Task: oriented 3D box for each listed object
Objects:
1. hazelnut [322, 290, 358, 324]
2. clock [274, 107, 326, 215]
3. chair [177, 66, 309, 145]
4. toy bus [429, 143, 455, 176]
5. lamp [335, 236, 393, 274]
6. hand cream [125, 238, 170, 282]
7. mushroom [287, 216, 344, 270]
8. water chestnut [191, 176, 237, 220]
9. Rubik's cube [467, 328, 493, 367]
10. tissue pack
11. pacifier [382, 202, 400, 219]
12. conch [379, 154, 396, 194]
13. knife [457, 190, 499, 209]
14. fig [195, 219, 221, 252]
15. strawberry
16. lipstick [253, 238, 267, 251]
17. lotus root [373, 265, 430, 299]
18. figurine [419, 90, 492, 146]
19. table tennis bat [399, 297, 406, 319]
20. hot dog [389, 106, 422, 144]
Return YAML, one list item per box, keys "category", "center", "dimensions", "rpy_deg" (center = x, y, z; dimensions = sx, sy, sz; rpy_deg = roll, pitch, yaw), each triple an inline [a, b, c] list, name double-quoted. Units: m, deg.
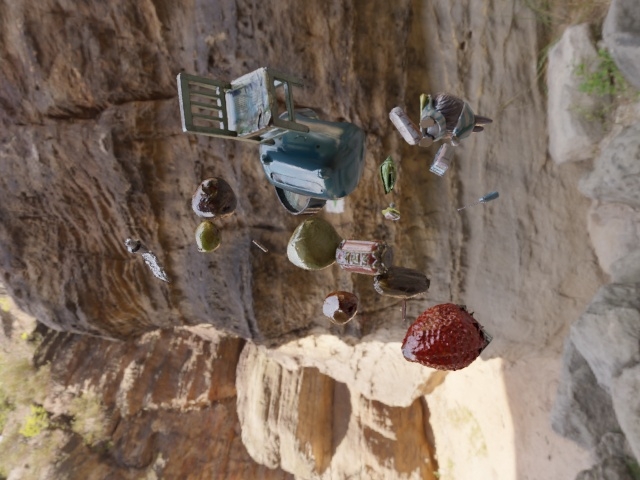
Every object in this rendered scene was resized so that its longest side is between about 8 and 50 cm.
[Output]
- category: "hazelnut"
  center: [0.087, 0.271, 1.791]
  dimensions: [0.154, 0.143, 0.143]
  rpy_deg: [-33, 36, 41]
- category: "clock"
  center: [-0.080, -0.280, 1.579]
  dimensions: [0.386, 0.076, 0.387]
  rpy_deg: [28, 123, 56]
- category: "chair"
  center: [-0.165, -0.311, 0.995]
  dimensions: [0.270, 0.147, 0.137]
  rpy_deg: [-3, -94, -51]
- category: "toy bus"
  center: [0.469, -0.312, 1.653]
  dimensions: [0.123, 0.060, 0.075]
  rpy_deg: [-61, -2, -30]
- category: "lamp"
  center: [0.207, 0.074, 2.063]
  dimensions: [0.177, 0.273, 0.177]
  rpy_deg: [-11, -76, -54]
- category: "hand cream"
  center: [-0.625, 0.068, 1.572]
  dimensions: [0.050, 0.083, 0.257]
  rpy_deg: [-63, -26, -28]
- category: "mushroom"
  center: [0.001, 0.005, 2.185]
  dimensions: [0.291, 0.217, 0.212]
  rpy_deg: [-28, -53, -35]
- category: "water chestnut"
  center: [-0.532, -0.200, 2.205]
  dimensions: [0.238, 0.223, 0.224]
  rpy_deg: [103, 174, -71]
- category: "Rubik's cube"
  center: [0.674, 0.461, 2.002]
  dimensions: [0.161, 0.163, 0.162]
  rpy_deg: [-54, -21, 14]
- category: "tissue pack"
  center: [-0.029, -0.227, 1.221]
  dimensions: [0.206, 0.287, 0.198]
  rpy_deg: [-58, -24, -33]
- category: "pacifier"
  center: [0.279, -0.115, 1.677]
  dimensions: [0.083, 0.068, 0.064]
  rpy_deg: [-28, 39, 65]
- category: "conch"
  center: [0.349, -0.343, 2.226]
  dimensions: [0.095, 0.079, 0.201]
  rpy_deg: [-35, 59, 56]
- category: "knife"
  center: [0.661, -0.162, 1.803]
  dimensions: [0.058, 0.244, 0.032]
  rpy_deg: [-4, 104, 55]
- category: "fig"
  center: [-0.526, -0.019, 2.051]
  dimensions: [0.136, 0.120, 0.153]
  rpy_deg: [71, -176, -55]
- category: "strawberry"
  center: [0.432, 0.366, 1.579]
  dimensions: [0.238, 0.288, 0.251]
  rpy_deg: [-139, 44, -59]
- category: "lipstick"
  center: [-0.331, 0.028, 2.396]
  dimensions: [0.019, 0.094, 0.019]
  rpy_deg: [-51, -3, -3]
- category: "lotus root"
  center: [0.420, 0.207, 2.145]
  dimensions: [0.078, 0.328, 0.167]
  rpy_deg: [-13, 74, 63]
- category: "figurine"
  center: [0.701, -0.634, 2.263]
  dimensions: [0.362, 0.376, 0.267]
  rpy_deg: [-72, -23, -51]
- category: "table tennis bat"
  center: [0.337, 0.279, 1.775]
  dimensions: [0.156, 0.013, 0.087]
  rpy_deg: [64, -153, -81]
- category: "hot dog"
  center: [0.381, -0.509, 1.941]
  dimensions: [0.059, 0.191, 0.108]
  rpy_deg: [-42, 9, -16]
